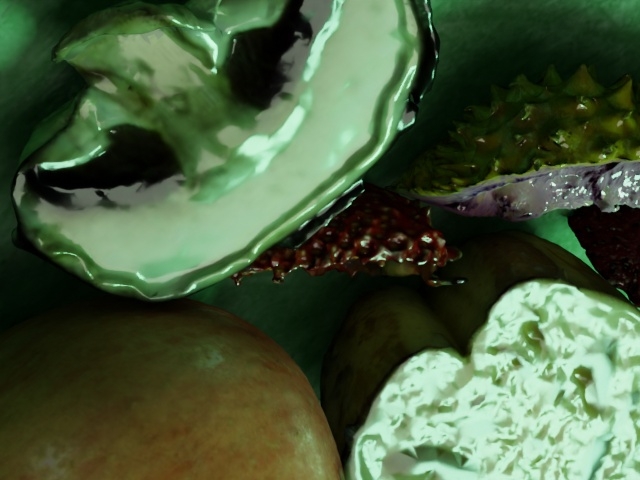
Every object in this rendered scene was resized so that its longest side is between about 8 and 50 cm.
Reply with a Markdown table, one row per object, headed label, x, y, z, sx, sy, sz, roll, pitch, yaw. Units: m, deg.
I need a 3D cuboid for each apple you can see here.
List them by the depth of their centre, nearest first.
| label | x | y | z | sx | sy | sz | roll | pitch | yaw |
| --- | --- | --- | --- | --- | --- | --- | --- | --- | --- |
| apple | -0.165 | 0.222 | 1.173 | 0.364 | 0.364 | 0.364 | -15 | 132 | -17 |

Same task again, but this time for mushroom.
| label | x | y | z | sx | sy | sz | roll | pitch | yaw |
| --- | --- | --- | --- | --- | --- | --- | --- | --- | --- |
| mushroom | -0.075 | -0.108 | 1.125 | 0.247 | 0.130 | 0.344 | 32 | 106 | -27 |

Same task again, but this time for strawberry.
| label | x | y | z | sx | sy | sz | roll | pitch | yaw |
| --- | --- | --- | --- | --- | --- | --- | --- | --- | --- |
| strawberry | 0.001 | -0.006 | 1.234 | 0.208 | 0.167 | 0.087 | 0 | 89 | -38 |

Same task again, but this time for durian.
| label | x | y | z | sx | sy | sz | roll | pitch | yaw |
| --- | --- | --- | --- | --- | --- | --- | --- | --- | --- |
| durian | 0.239 | -0.091 | 1.281 | 0.341 | 0.112 | 0.191 | -2 | 164 | -23 |

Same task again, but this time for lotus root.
| label | x | y | z | sx | sy | sz | roll | pitch | yaw |
| --- | --- | --- | --- | --- | --- | --- | --- | --- | --- |
| lotus root | 0.129 | 0.121 | 1.349 | 0.316 | 0.250 | 0.316 | -9 | 119 | -16 |

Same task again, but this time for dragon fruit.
| label | x | y | z | sx | sy | sz | roll | pitch | yaw |
| --- | --- | --- | --- | --- | --- | --- | --- | --- | --- |
| dragon fruit | 0.295 | 0.012 | 1.412 | 0.097 | 0.131 | 0.063 | -25 | 139 | 3 |
